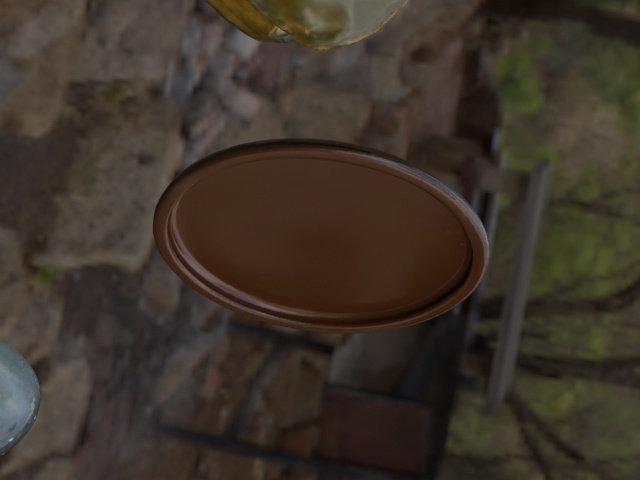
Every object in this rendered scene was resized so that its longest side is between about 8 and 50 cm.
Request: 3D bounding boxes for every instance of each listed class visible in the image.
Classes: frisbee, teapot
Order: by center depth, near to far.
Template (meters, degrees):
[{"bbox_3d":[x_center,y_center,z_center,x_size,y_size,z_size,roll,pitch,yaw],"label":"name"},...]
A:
[{"bbox_3d":[0.000,0.000,1.267,0.251,0.251,0.021,88,8,-56],"label":"frisbee"},{"bbox_3d":[-0.382,0.099,1.724,0.183,0.183,0.251,-63,152,-64],"label":"teapot"}]

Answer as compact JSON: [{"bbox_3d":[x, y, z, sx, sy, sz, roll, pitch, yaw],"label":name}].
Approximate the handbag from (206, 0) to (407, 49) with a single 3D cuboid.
[{"bbox_3d":[-0.039,-0.317,0.831,0.283,0.401,0.133,-43,-168,-3],"label":"handbag"}]
